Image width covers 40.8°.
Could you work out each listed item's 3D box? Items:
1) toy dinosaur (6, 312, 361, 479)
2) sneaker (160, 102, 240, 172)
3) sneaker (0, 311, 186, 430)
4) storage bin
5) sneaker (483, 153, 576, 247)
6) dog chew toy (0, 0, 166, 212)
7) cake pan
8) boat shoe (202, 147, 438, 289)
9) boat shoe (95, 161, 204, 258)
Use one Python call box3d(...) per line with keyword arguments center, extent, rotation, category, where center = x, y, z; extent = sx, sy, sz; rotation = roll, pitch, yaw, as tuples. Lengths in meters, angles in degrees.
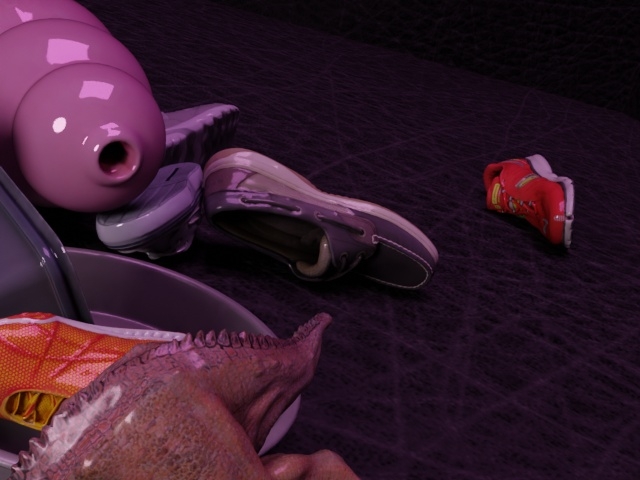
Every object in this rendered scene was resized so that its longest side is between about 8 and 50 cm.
box3d(center=(-0.097, 0.111, 0.379), extent=(0.200, 0.295, 0.127), rotation=(51, -20, -21), category="toy dinosaur")
box3d(center=(-0.193, -0.129, 1.070), extent=(0.115, 0.105, 0.281), rotation=(24, 22, 15), category="sneaker")
box3d(center=(-0.137, 0.083, 0.488), extent=(0.175, 0.064, 0.067), rotation=(3, 35, -27), category="sneaker")
box3d(center=(-0.211, 0.029, 0.537), extent=(0.091, 0.098, 0.135), rotation=(-26, 41, -23), category="storage bin")
box3d(center=(0.328, -0.061, 1.381), extent=(0.118, 0.107, 0.279), rotation=(-3, 20, -4), category="sneaker")
box3d(center=(-0.255, -0.125, 0.820), extent=(0.207, 0.206, 0.332), rotation=(2, 19, -36), category="dog chew toy")
box3d(center=(-0.161, 0.092, 0.606), extent=(0.293, 0.054, 0.293), rotation=(16, 20, -6), category="cake pan")
box3d(center=(0.000, 0.000, 0.925), extent=(0.285, 0.103, 0.092), rotation=(26, 47, -22), category="boat shoe")
box3d(center=(-0.153, -0.019, 0.860), extent=(0.083, 0.075, 0.226), rotation=(-8, 17, 13), category="boat shoe")
